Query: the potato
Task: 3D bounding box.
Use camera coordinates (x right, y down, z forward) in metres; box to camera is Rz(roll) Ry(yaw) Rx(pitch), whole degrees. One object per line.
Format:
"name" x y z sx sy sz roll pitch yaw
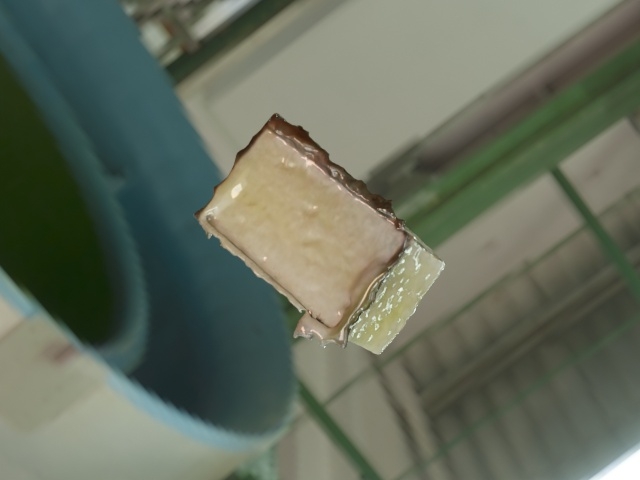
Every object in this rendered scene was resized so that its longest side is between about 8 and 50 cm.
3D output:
"potato" 0.001 0.001 1.037 0.122 0.061 0.086 41 -81 32
